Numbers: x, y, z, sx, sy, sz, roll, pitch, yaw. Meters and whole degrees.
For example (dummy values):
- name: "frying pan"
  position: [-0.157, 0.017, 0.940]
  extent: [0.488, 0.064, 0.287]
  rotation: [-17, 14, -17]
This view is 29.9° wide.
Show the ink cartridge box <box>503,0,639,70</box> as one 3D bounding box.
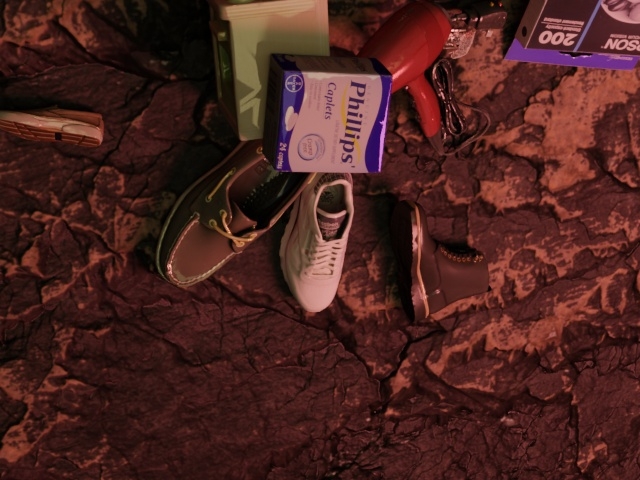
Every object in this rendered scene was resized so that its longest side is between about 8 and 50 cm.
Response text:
- name: "ink cartridge box"
  position: [0.377, -0.299, 1.615]
  extent: [0.206, 0.045, 0.208]
  rotation: [2, 141, -15]

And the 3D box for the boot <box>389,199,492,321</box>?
- name: "boot"
  position: [0.178, 0.012, 1.735]
  extent: [0.137, 0.077, 0.197]
  rotation: [-18, 129, -14]

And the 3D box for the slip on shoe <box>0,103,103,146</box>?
- name: "slip on shoe"
  position: [-0.343, -0.152, 1.523]
  extent: [0.135, 0.051, 0.041]
  rotation: [8, 70, -11]

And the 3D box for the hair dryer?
- name: "hair dryer"
  position: [0.135, -0.203, 1.575]
  extent: [0.294, 0.080, 0.223]
  rotation: [-8, 114, -35]

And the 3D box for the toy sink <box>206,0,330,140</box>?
- name: "toy sink"
  position: [-0.070, -0.262, 1.492]
  extent: [0.131, 0.153, 0.234]
  rotation: [-8, 116, -13]

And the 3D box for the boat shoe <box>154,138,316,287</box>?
- name: "boat shoe"
  position: [-0.108, -0.051, 1.605]
  extent: [0.109, 0.091, 0.305]
  rotation: [39, 98, -26]

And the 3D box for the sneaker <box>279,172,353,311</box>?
- name: "sneaker"
  position: [0.000, 0.000, 1.658]
  extent: [0.090, 0.095, 0.235]
  rotation: [-3, 115, -17]

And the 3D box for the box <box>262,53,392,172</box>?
- name: "box"
  position: [0.007, -0.151, 1.437]
  extent: [0.137, 0.072, 0.126]
  rotation: [-1, 113, -17]
